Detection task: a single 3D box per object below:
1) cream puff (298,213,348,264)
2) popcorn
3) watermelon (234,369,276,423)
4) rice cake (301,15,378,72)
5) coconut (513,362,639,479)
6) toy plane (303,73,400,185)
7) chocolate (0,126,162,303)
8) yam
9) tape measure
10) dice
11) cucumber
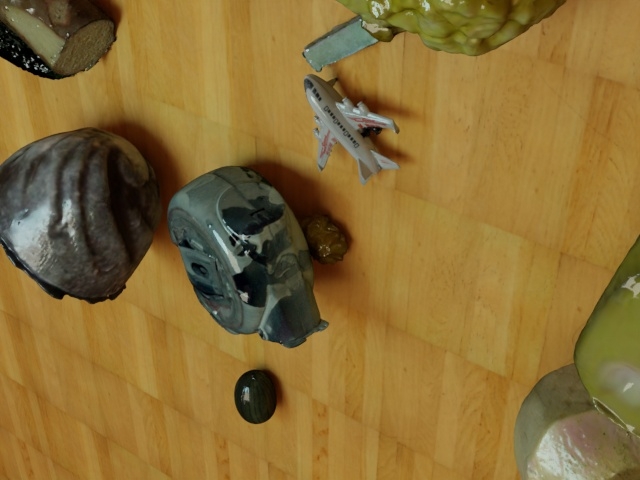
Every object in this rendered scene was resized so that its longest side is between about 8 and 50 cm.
[{"bbox_3d":[0.000,0.000,1.425,0.083,0.058,0.083,-1,116,42],"label":"cream puff"},{"bbox_3d":[0.135,-0.324,0.935,0.237,0.293,0.293,1,121,62],"label":"popcorn"},{"bbox_3d":[-0.119,0.284,1.722,0.078,0.078,0.110,12,121,35],"label":"watermelon"},{"bbox_3d":[0.055,-0.268,1.201,0.211,0.034,0.043,-16,116,46],"label":"rice cake"},{"bbox_3d":[0.361,0.268,1.182,0.259,0.259,0.259,23,132,28],"label":"coconut"},{"bbox_3d":[0.035,-0.155,1.277,0.162,0.065,0.171,-23,101,48],"label":"toy plane"},{"bbox_3d":[-0.376,-0.070,1.568,0.213,0.303,0.303,-42,88,23],"label":"chocolate"},{"bbox_3d":[-0.447,-0.379,1.492,0.238,0.128,0.129,45,101,5],"label":"yam"},{"bbox_3d":[-0.123,0.019,1.436,0.275,0.147,0.256,22,134,54],"label":"tape measure"},{"bbox_3d":[0.425,0.084,0.989,0.233,0.227,0.238,33,137,18],"label":"dice"},{"bbox_3d":[-0.545,-0.351,1.638,0.300,0.072,0.072,31,135,20],"label":"cucumber"}]
